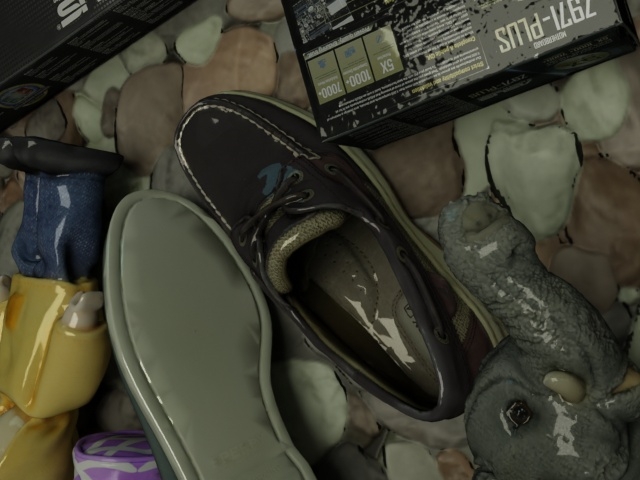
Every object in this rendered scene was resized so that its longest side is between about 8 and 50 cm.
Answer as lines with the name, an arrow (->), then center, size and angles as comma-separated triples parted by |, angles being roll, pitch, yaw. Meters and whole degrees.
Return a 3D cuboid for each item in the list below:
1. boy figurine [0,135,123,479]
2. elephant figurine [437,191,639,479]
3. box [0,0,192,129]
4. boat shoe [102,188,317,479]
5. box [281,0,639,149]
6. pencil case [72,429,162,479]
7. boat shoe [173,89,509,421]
boy figurine -> -0.221, 0.065, 0.629 | 0.177, 0.092, 0.285 | 13, 94, 46
elephant figurine -> 0.143, 0.115, 0.419 | 0.239, 0.169, 0.186 | 27, 89, 17
box -> -0.238, -0.231, 0.648 | 0.270, 0.060, 0.216 | -24, 80, 26
boat shoe -> -0.083, 0.118, 0.556 | 0.099, 0.116, 0.319 | -43, 64, 47
box -> 0.073, -0.153, 0.483 | 0.180, 0.077, 0.147 | -19, 83, 27
pencil case -> -0.139, 0.242, 0.603 | 0.086, 0.088, 0.206 | -166, 77, -65
boat shoe -> 0.000, 0.000, 0.518 | 0.285, 0.092, 0.103 | 47, 111, 18
